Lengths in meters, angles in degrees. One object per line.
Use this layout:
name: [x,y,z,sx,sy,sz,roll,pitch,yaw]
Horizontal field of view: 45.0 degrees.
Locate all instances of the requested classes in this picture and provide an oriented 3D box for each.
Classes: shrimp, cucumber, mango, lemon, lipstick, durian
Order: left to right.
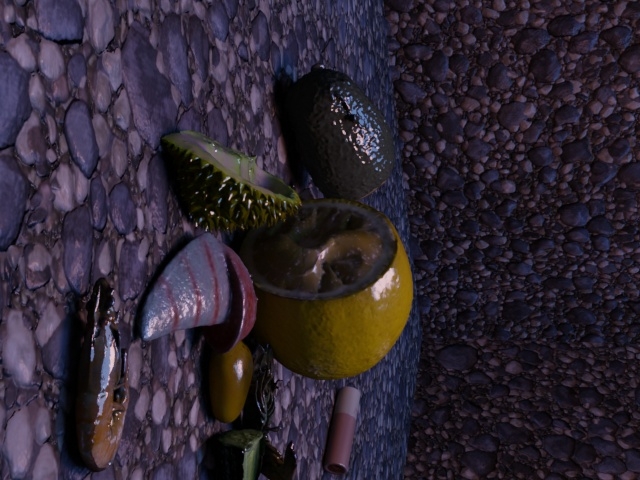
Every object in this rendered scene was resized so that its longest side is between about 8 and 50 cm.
shrimp: [-0.279,0.172,1.006,0.143,0.052,0.251,-28,126,-85]
mango: [-0.163,0.253,1.386,0.103,0.076,0.161,-54,151,-77]
cucumber: [-0.152,0.411,1.415,0.115,0.085,0.193,-64,157,-57]
durian: [-0.137,-0.102,1.344,0.352,0.158,0.169,7,71,-71]
shrimp: [-0.090,0.339,1.452,0.058,0.169,0.296,-20,129,-38]
lemon: [0.014,0.117,1.533,0.364,0.364,0.364,0,90,-75]
lipstick: [0.064,0.549,2.247,0.070,0.070,0.254,76,21,-43]

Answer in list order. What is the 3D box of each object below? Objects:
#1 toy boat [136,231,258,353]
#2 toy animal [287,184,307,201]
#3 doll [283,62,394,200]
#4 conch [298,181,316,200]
toy boat: [-0.207,0.091,1.242,0.282,0.096,0.206,-6,90,-63]
toy animal: [-0.095,-0.028,1.653,0.217,0.073,0.176,43,63,-65]
doll: [0.037,-0.258,1.847,0.349,0.247,0.247,58,34,-46]
conch: [0.000,0.000,1.799,0.183,0.149,0.275,39,10,-34]
